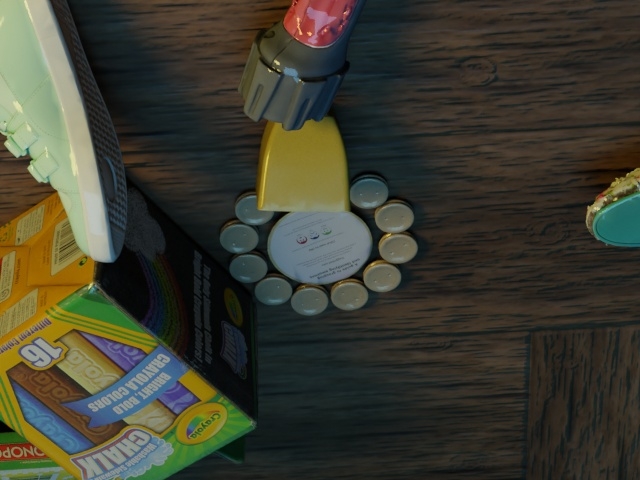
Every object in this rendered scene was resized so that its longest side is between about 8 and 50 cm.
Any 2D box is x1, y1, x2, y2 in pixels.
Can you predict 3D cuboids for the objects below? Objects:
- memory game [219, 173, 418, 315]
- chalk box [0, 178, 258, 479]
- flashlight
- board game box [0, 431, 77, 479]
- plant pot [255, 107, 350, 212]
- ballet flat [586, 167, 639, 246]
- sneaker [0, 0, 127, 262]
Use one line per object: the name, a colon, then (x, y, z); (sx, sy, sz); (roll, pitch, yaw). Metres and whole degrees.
memory game: (0.000, 0.000, 1.803); (0.186, 0.012, 0.186); (-2, 131, -2)
chalk box: (-0.174, 0.107, 1.776); (0.179, 0.180, 0.289); (-30, 125, 21)
flashlight: (0.009, -0.222, 1.549); (0.103, 0.103, 0.304); (13, 128, -16)
board game box: (-0.321, 0.286, 1.934); (0.213, 0.046, 0.317); (0, 145, -26)
plant pot: (-0.014, -0.075, 1.692); (0.081, 0.081, 0.083); (2, 106, -4)
ballet flat: (0.355, -0.054, 1.731); (0.241, 0.077, 0.091); (-13, 129, 11)
sneaker: (-0.258, -0.090, 1.613); (0.151, 0.094, 0.256); (-16, 98, 9)
